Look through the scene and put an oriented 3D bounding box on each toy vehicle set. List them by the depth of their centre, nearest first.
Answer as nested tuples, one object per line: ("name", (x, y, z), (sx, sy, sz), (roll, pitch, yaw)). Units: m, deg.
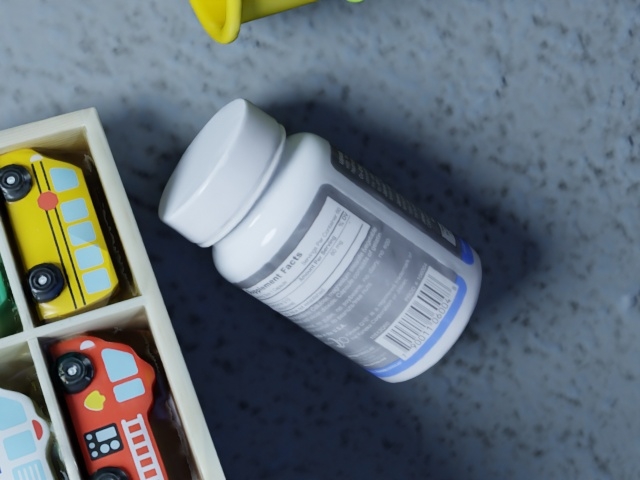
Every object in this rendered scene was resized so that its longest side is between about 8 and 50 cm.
("toy vehicle set", (-0.128, 0.089, 0.419), (0.165, 0.035, 0.267), (-18, 73, -13))

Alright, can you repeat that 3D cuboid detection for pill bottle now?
("pill bottle", (0.000, 0.000, 0.491), (0.137, 0.078, 0.078), (35, 90, -20))

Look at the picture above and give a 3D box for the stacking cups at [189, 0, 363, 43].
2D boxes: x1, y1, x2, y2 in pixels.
("stacking cups", (0.089, -0.177, 0.472), (0.316, 0.096, 0.096), (-20, 107, -13))
